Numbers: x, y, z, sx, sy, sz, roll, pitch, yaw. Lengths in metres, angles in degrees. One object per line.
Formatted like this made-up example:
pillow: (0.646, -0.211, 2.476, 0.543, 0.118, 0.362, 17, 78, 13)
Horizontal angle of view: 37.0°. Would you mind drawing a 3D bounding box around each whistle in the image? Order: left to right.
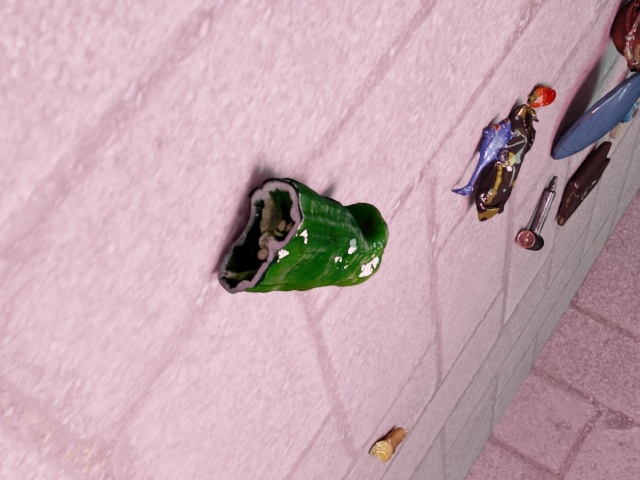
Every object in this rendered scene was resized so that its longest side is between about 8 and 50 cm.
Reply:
whistle: (0.846, -0.376, 2.640, 0.114, 0.077, 0.235, -36, 154, -32)

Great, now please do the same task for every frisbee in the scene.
frisbee: (0.658, -0.277, 2.216, 0.289, 0.049, 0.289, -37, 166, -11)

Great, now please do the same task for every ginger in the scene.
ginger: (0.150, 0.449, 2.099, 0.137, 0.044, 0.057, -22, 118, -61)

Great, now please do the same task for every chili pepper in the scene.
chili pepper: (0.000, 0.000, 1.122, 0.270, 0.099, 0.136, 1, 106, -62)
chili pepper: (0.444, -0.283, 1.889, 0.178, 0.027, 0.045, -20, 134, -62)

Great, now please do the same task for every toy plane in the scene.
toy plane: (0.287, -0.147, 1.678, 0.062, 0.054, 0.167, 37, 80, -43)

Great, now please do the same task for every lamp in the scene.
lamp: (0.753, -0.492, 2.153, 0.215, 0.151, 0.223, -22, 142, -46)

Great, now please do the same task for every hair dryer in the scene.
hair dryer: (0.557, -0.066, 2.398, 0.194, 0.050, 0.173, -67, 161, 4)

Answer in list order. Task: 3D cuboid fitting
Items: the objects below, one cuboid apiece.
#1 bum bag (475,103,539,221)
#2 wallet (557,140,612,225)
bum bag: (0.348, -0.141, 1.797, 0.107, 0.060, 0.232, 20, 96, -60)
wallet: (0.740, -0.158, 2.694, 0.229, 0.049, 0.182, -44, 156, -35)
